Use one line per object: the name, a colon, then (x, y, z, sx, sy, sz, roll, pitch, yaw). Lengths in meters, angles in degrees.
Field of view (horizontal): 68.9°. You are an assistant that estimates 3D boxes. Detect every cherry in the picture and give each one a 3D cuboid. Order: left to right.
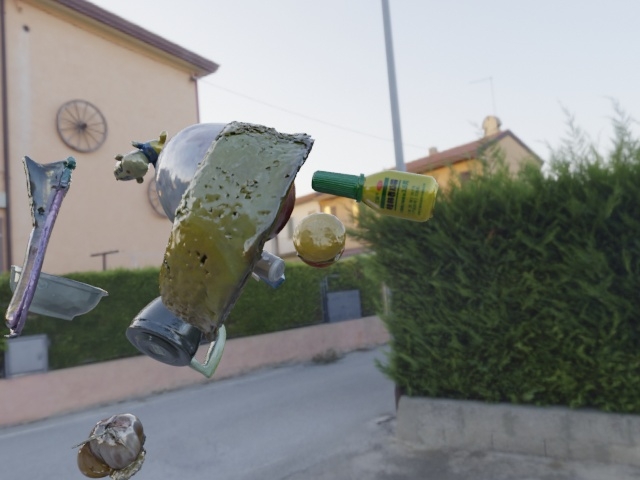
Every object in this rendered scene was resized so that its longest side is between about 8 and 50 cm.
cherry: (-0.214, -0.127, 1.048, 0.326, 0.292, 0.335, 27, 4, 2)

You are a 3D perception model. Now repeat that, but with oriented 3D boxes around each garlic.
garlic: (-0.638, 0.649, 1.420, 0.206, 0.207, 0.257, -4, -13, -3)

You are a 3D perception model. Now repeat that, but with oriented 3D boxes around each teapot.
teapot: (-0.476, 0.304, 1.631, 0.321, 0.240, 0.240, 25, -38, -1)

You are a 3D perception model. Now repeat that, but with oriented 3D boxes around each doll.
doll: (-0.439, -0.200, 1.153, 0.179, 0.102, 0.089, -32, 29, 12)

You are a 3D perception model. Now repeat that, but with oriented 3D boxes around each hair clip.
hair clip: (-0.536, 0.005, 0.874, 0.110, 0.359, 0.095, -5, -18, 13)

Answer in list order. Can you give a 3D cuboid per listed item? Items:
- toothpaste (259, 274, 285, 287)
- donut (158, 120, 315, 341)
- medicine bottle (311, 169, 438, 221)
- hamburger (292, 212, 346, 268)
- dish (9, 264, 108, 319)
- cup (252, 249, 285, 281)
toothpaste: (-0.226, 0.054, 1.487, 0.053, 0.066, 0.272, -42, -57, 12)
donut: (-0.109, -0.018, 0.558, 0.107, 0.272, 0.272, 25, -7, -5)
medicine bottle: (0.128, -0.123, 1.142, 0.308, 0.111, 0.076, 11, 8, 14)
hamburger: (0.000, 0.000, 1.350, 0.161, 0.162, 0.115, -5, -24, 4)
dish: (-0.824, 0.173, 1.446, 0.302, 0.120, 0.303, 14, -16, 4)
cup: (-0.162, 0.069, 1.310, 0.099, 0.074, 0.102, 22, 7, 23)
